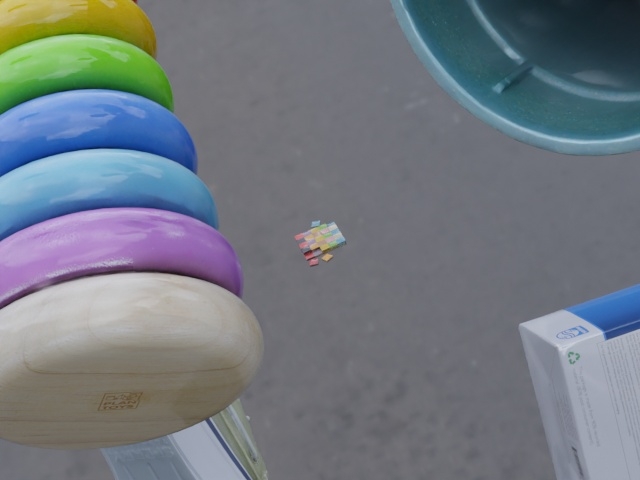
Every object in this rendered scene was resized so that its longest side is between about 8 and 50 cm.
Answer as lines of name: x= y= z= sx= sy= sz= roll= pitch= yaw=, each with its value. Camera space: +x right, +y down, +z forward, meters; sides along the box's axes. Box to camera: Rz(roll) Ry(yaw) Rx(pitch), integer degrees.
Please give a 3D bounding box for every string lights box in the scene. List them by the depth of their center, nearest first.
string lights box: x=0.282 y=0.085 z=1.070 sx=0.259 sy=0.133 sz=0.077 roll=-17 pitch=13 yaw=-11

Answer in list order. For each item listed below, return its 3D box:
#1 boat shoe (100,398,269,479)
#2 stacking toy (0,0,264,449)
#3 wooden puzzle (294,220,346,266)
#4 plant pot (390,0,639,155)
boat shoe: x=-0.083 y=0.134 z=1.026 sx=0.109 sy=0.302 sz=0.094 roll=-4 pitch=31 yaw=36
stacking toy: x=-0.122 y=-0.071 z=0.777 sx=0.141 sy=0.141 sz=0.330 roll=-17 pitch=62 yaw=9
wooden puzzle: x=0.000 y=0.000 z=1.756 sx=0.049 sy=0.006 sz=0.083 roll=-23 pitch=34 yaw=-5
plant pot: x=0.275 y=-0.286 z=1.319 sx=0.341 sy=0.341 sz=0.334 roll=0 pitch=22 yaw=34
